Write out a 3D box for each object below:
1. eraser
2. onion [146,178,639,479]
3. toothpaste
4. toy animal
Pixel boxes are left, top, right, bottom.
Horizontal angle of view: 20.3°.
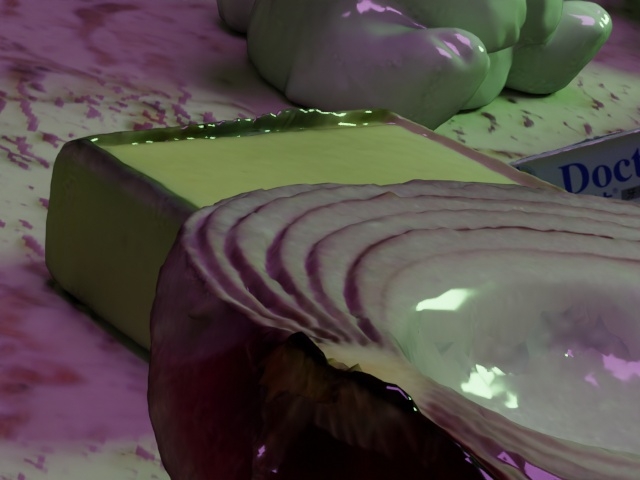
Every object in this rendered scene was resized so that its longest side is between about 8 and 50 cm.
[{"bbox_3d":[0.000,0.000,0.646,0.172,0.058,0.117,-9,31,-44],"label":"eraser"},{"bbox_3d":[0.099,0.062,0.470,0.283,0.120,0.227,-5,27,-33],"label":"onion"},{"bbox_3d":[0.149,-0.036,0.750,0.164,0.034,0.046,-15,0,-3],"label":"toothpaste"},{"bbox_3d":[0.057,-0.210,0.918,0.206,0.265,0.271,23,25,26],"label":"toy animal"}]
